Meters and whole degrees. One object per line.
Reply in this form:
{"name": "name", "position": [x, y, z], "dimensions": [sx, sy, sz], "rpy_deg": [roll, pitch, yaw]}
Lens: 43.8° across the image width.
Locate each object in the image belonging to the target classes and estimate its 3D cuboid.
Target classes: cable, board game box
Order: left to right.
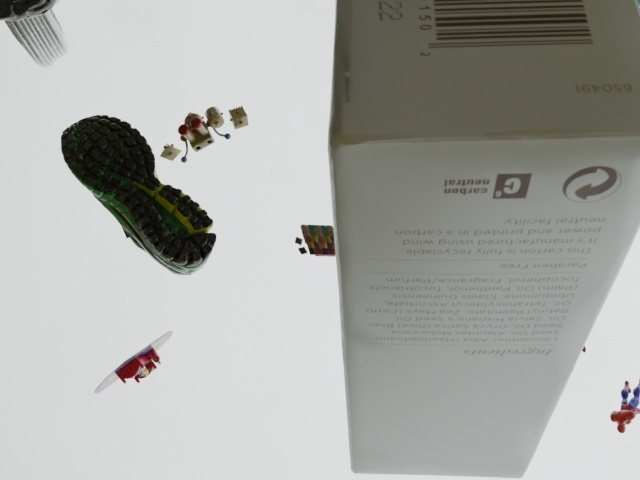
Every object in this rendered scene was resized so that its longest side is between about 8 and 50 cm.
{"name": "cable", "position": [-0.606, -0.480, 1.632], "dimensions": [0.089, 0.257, 0.257], "rpy_deg": [-29, -89, -7]}
{"name": "board game box", "position": [-0.318, 0.225, 1.403], "dimensions": [0.033, 0.169, 0.133], "rpy_deg": [49, -47, 5]}

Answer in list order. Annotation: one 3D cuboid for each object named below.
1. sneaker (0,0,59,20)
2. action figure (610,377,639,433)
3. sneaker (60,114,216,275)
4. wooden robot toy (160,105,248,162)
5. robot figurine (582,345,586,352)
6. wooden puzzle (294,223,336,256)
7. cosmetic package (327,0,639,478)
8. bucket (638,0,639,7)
{"name": "sneaker", "position": [-0.343, -0.338, 0.617], "dimensions": [0.385, 0.147, 0.145], "rpy_deg": [43, -56, -16]}
{"name": "action figure", "position": [0.416, 0.225, 1.074], "dimensions": [0.038, 0.115, 0.030], "rpy_deg": [-15, -80, 36]}
{"name": "sneaker", "position": [-0.322, -0.069, 1.357], "dimensions": [0.343, 0.134, 0.146], "rpy_deg": [50, -27, 9]}
{"name": "wooden robot toy", "position": [-0.223, -0.214, 1.453], "dimensions": [0.173, 0.076, 0.079], "rpy_deg": [-28, -122, 3]}
{"name": "robot figurine", "position": [0.281, -0.010, 1.028], "dimensions": [0.085, 0.211, 0.291], "rpy_deg": [-7, -134, -3]}
{"name": "wooden puzzle", "position": [0.000, 0.000, 1.084], "dimensions": [0.006, 0.083, 0.049], "rpy_deg": [-53, -135, 45]}
{"name": "cosmetic package", "position": [0.095, -0.007, 0.594], "dimensions": [0.162, 0.453, 0.230], "rpy_deg": [-1, -126, 4]}
{"name": "bucket", "position": [0.267, -0.280, 0.563], "dimensions": [0.281, 0.183, 0.281], "rpy_deg": [19, -66, 53]}
